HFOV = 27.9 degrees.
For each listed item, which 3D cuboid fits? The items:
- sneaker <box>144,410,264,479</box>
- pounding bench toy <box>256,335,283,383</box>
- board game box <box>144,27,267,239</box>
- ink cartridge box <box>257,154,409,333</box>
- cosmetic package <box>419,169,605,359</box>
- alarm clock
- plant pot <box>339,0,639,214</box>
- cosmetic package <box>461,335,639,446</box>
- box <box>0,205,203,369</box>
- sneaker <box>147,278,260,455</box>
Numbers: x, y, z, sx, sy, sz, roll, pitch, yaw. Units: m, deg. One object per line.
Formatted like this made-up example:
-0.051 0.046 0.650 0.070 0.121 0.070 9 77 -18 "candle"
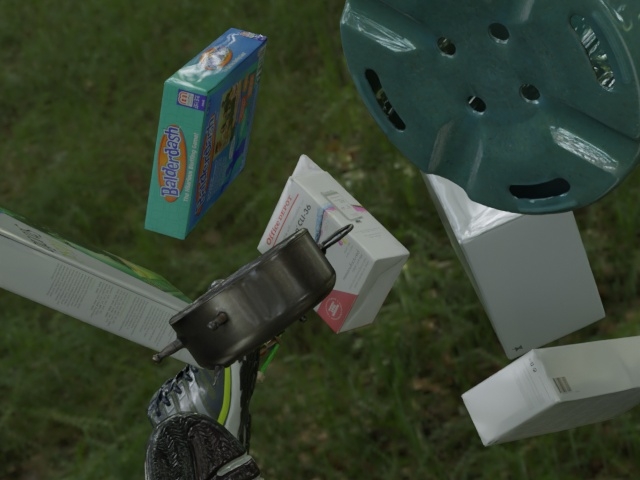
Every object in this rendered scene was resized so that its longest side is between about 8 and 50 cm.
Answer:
-0.096 0.285 1.116 0.106 0.281 0.162 -28 3 -33 "sneaker"
-0.076 0.134 1.653 0.065 0.083 0.052 -34 -17 -7 "pounding bench toy"
-0.116 -0.115 1.331 0.047 0.160 0.210 16 25 7 "board game box"
0.000 0.000 1.520 0.067 0.115 0.198 -11 46 -45 "ink cartridge box"
0.226 -0.021 1.571 0.138 0.224 0.225 -24 43 5 "cosmetic package"
-0.037 0.038 1.010 0.192 0.064 0.129 -40 4 -35 "alarm clock"
0.208 -0.215 1.020 0.341 0.341 0.334 6 40 40 "plant pot"
0.252 0.144 1.275 0.239 0.060 0.099 0 -33 -48 "cosmetic package"
-0.284 0.029 1.399 0.058 0.322 0.232 -62 30 1 "box"
-0.143 0.183 1.535 0.121 0.300 0.111 10 22 5 "sneaker"
